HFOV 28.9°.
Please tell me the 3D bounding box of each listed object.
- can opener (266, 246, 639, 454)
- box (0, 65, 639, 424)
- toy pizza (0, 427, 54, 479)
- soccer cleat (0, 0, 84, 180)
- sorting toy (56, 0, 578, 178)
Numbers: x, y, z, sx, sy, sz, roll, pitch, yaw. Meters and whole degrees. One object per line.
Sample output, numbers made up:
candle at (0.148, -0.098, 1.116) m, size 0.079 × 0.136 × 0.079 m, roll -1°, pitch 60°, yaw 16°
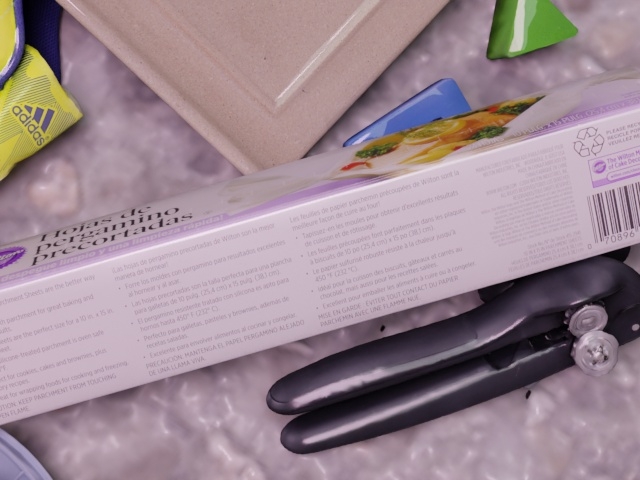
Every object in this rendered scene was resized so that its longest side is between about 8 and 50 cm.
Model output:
can opener at (0.066, 0.053, 0.569) m, size 0.186 × 0.073 × 0.059 m, roll -26°, pitch 116°, yaw -3°
box at (0.000, 0.000, 0.550) m, size 0.324 × 0.063 × 0.067 m, roll -17°, pitch 111°, yaw 0°
toy pizza at (-0.194, 0.168, 0.540) m, size 0.201 × 0.032 × 0.201 m, roll -2°, pitch 73°, yaw 5°
soccer cleat at (-0.179, -0.050, 0.570) m, size 0.121 × 0.093 × 0.289 m, roll 20°, pitch 77°, yaw -2°
sorting toy at (-0.028, -0.154, 0.582) m, size 0.348 × 0.047 × 0.196 m, roll 43°, pitch 86°, yaw -14°
